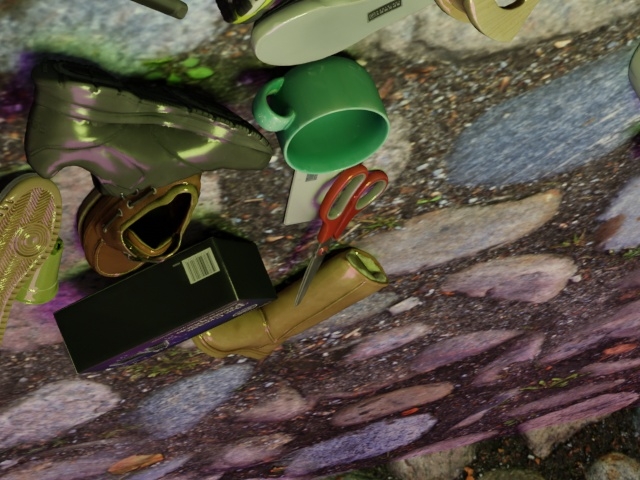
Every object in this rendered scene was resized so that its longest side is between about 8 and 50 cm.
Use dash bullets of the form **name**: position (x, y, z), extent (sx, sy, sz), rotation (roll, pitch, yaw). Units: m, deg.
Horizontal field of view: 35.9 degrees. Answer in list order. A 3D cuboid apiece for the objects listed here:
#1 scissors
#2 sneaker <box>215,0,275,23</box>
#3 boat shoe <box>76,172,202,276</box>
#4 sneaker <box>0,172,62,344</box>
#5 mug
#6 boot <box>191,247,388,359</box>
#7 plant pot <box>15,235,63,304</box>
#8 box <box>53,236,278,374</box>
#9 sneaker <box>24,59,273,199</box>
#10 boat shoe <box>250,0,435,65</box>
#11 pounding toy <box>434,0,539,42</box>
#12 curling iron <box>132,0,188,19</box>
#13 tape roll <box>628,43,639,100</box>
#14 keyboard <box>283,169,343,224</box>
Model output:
- **scissors**: position (0.000, 0.000, 1.453), extent (0.109, 0.021, 0.297), rotation (-7, 141, -49)
- **sneaker**: position (0.006, -0.294, 0.879), extent (0.121, 0.111, 0.300), rotation (-4, 156, -45)
- **boat shoe**: position (-0.232, -0.021, 1.242), extent (0.111, 0.104, 0.307), rotation (-5, 152, -28)
- **sneaker**: position (-0.427, 0.019, 1.226), extent (0.099, 0.153, 0.282), rotation (16, 108, -45)
- **mug**: position (0.001, -0.157, 1.140), extent (0.130, 0.097, 0.158), rotation (-24, 153, 12)
- **boot**: position (-0.055, 0.095, 1.614), extent (0.270, 0.089, 0.236), rotation (-32, 158, 22)
- **plant pot**: position (-0.372, 0.027, 1.287), extent (0.083, 0.083, 0.079), rotation (2, 135, -36)
- **box**: position (-0.217, 0.094, 1.425), extent (0.261, 0.103, 0.184), rotation (-25, 174, 13)
- **sneaker**: position (-0.186, -0.105, 1.069), extent (0.286, 0.109, 0.130), rotation (10, 109, -33)
- **boat shoe**: position (0.026, -0.250, 0.983), extent (0.229, 0.076, 0.080), rotation (-27, 155, -9)
- **pounding toy**: position (0.200, -0.265, 0.916), extent (0.270, 0.155, 0.154), rotation (-22, 127, -17)
- **curling iron**: position (-0.236, -0.248, 0.883), extent (0.274, 0.035, 0.068), rotation (8, 147, -41)
- **tape roll**: position (0.573, -0.245, 1.341), extent (0.286, 0.100, 0.286), rotation (-15, 153, -8)
- **keyboard**: position (-0.003, -0.093, 1.361), extent (0.072, 0.014, 0.256), rotation (-6, 151, -13)
